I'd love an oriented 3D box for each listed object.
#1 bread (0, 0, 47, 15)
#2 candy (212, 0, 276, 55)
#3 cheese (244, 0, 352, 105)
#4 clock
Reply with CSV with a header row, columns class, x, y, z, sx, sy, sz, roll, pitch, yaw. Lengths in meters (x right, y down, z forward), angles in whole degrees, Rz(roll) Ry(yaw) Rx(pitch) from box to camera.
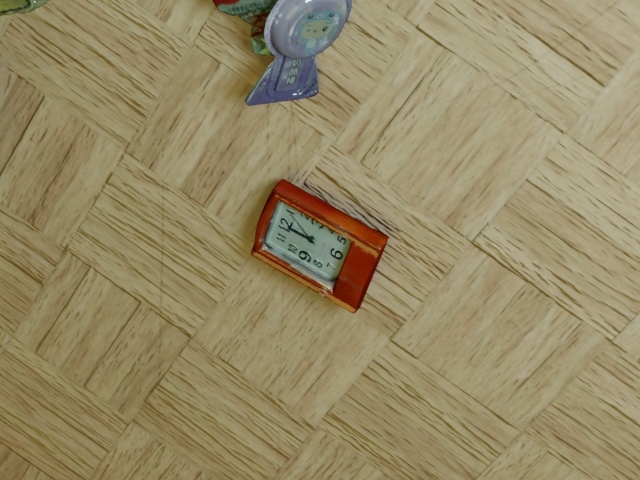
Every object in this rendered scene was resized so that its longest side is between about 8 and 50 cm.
class,x,y,z,sx,sy,sz,roll,pitch,yaw
bread,-0.355,-0.315,2.168,0.152,0.147,0.127,12,116,9
candy,-0.105,-0.326,2.090,0.086,0.059,0.292,-12,117,33
cheese,-0.020,-0.224,2.111,0.042,0.105,0.191,60,147,33
clock,0.000,0.000,2.281,0.155,0.061,0.113,29,131,8
